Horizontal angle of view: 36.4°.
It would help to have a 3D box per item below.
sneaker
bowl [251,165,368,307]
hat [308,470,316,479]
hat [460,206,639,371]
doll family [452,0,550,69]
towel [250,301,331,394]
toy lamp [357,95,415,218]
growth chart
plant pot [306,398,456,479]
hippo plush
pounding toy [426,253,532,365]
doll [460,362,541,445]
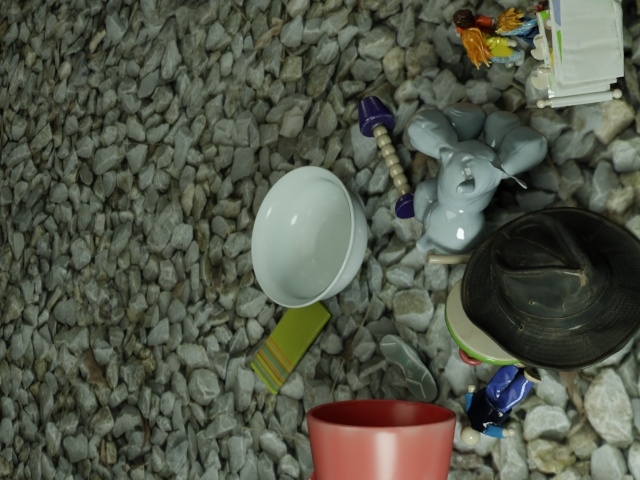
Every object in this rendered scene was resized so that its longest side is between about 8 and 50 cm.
[{"bbox_3d":[0.180,0.241,1.876,0.053,0.061,0.152,-40,74,22],"label":"sneaker"},{"bbox_3d":[0.000,0.000,2.044,0.297,0.134,0.298,-11,74,42],"label":"bowl"},{"bbox_3d":[0.006,0.573,1.985,0.173,0.183,0.209,33,148,56],"label":"hat"},{"bbox_3d":[0.377,0.041,1.588,0.331,0.134,0.331,-12,50,15],"label":"hat"},{"bbox_3d":[0.351,-0.376,1.764,0.263,0.163,0.118,-11,73,42],"label":"doll family"},{"bbox_3d":[-0.064,0.221,2.140,0.102,0.021,0.237,48,113,33],"label":"towel"},{"bbox_3d":[0.142,-0.177,1.987,0.080,0.080,0.275,-40,58,31],"label":"toy lamp"},{"bbox_3d":[0.445,-0.345,1.669,0.021,0.171,0.237,-111,23,-84],"label":"growth chart"},{"bbox_3d":[0.111,0.431,1.769,0.275,0.275,0.243,0,90,44],"label":"plant pot"},{"bbox_3d":[0.284,-0.090,1.779,0.294,0.234,0.237,-115,24,-49],"label":"hippo plush"},{"bbox_3d":[0.293,0.134,1.732,0.110,0.182,0.237,101,157,-54],"label":"pounding toy"},{"bbox_3d":[0.312,0.296,1.736,0.189,0.046,0.129,-54,49,21],"label":"doll"}]
